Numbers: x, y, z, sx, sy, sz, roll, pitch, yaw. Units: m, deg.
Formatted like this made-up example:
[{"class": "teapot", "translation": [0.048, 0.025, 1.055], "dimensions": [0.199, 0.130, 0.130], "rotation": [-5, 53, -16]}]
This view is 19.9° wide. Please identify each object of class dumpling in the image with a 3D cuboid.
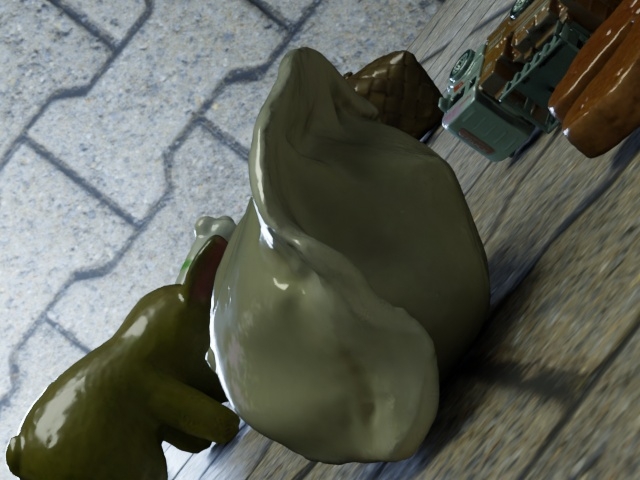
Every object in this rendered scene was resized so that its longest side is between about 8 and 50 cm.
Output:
[{"class": "dumpling", "translation": [0.000, 0.000, 1.131], "dimensions": [0.187, 0.243, 0.318], "rotation": [-21, 24, 11]}]

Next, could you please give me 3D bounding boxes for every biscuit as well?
[{"class": "biscuit", "translation": [0.264, -0.191, 1.152], "dimensions": [0.334, 0.047, 0.202], "rotation": [-53, 6, 8]}]

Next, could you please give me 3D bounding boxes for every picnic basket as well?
[{"class": "picnic basket", "translation": [0.058, -0.143, 2.202], "dimensions": [0.178, 0.128, 0.138], "rotation": [-42, 3, 0]}]

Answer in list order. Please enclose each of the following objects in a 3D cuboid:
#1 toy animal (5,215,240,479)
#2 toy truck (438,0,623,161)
[{"class": "toy animal", "translation": [-0.149, 0.141, 1.860], "dimensions": [0.363, 0.180, 0.181], "rotation": [-48, 9, -17]}, {"class": "toy truck", "translation": [0.166, -0.130, 1.444], "dimensions": [0.178, 0.080, 0.115], "rotation": [-45, 18, 44]}]
